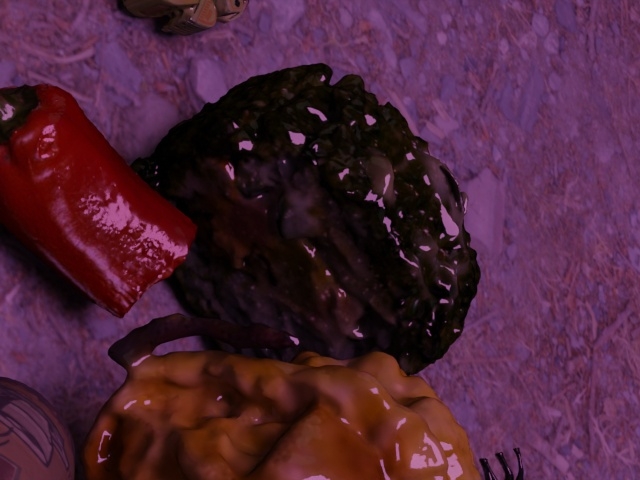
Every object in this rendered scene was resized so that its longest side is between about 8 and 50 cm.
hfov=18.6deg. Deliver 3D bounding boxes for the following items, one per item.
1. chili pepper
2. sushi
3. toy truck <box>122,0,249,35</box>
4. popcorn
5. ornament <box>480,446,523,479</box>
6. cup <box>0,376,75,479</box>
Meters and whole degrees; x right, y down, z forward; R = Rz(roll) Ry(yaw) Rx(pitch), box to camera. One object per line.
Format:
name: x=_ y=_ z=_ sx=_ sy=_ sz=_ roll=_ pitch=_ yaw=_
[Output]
chili pepper: x=-0.273 y=-0.081 z=1.852 sx=0.134 sy=0.131 sz=0.338 roll=-43 pitch=118 yaw=0
sushi: x=0.000 y=0.000 z=1.989 sx=0.352 sy=0.294 sz=0.178 roll=59 pitch=40 yaw=-11
toy truck: x=-0.133 y=-0.281 z=2.098 sx=0.191 sy=0.085 sz=0.116 roll=-12 pitch=91 yaw=-49
popcorn: x=-0.043 y=0.219 z=1.806 sx=0.381 sy=0.349 sz=0.349 roll=51 pitch=47 yaw=-12
ornament: x=0.224 y=0.312 z=2.303 sx=0.073 sy=0.028 sz=0.125 roll=-8 pitch=81 yaw=-46
cup: x=-0.308 y=0.266 z=1.656 sx=0.257 sy=0.227 sz=0.301 roll=-45 pitch=131 yaw=-60
